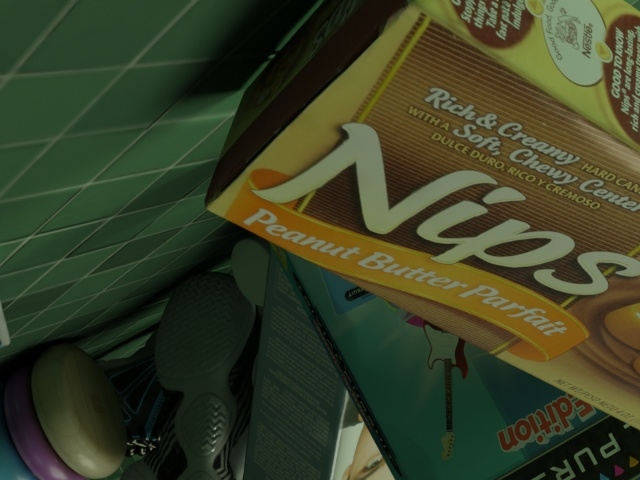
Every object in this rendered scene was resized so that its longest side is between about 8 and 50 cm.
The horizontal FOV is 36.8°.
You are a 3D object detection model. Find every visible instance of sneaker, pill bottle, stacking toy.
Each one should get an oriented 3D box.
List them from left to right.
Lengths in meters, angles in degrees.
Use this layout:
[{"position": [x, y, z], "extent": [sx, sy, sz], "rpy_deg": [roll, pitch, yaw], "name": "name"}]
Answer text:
[{"position": [-0.369, 0.231, 0.970], "extent": [0.330, 0.141, 0.141], "rpy_deg": [-26, 173, 7], "name": "stacking toy"}, {"position": [-0.235, 0.212, 1.166], "extent": [0.341, 0.140, 0.125], "rpy_deg": [-33, 141, -5], "name": "sneaker"}, {"position": [-0.088, 0.222, 1.034], "extent": [0.137, 0.366, 0.210], "rpy_deg": [11, 180, 39], "name": "sneaker"}, {"position": [-0.004, 0.007, 0.925], "extent": [0.160, 0.087, 0.087], "rpy_deg": [-22, 170, -40], "name": "pill bottle"}]

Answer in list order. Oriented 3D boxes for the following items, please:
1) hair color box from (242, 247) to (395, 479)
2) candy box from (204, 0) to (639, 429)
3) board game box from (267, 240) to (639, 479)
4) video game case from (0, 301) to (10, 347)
[{"position": [0.043, 0.104, 0.880], "extent": [0.185, 0.113, 0.374], "rpy_deg": [-22, 133, -41], "name": "hair color box"}, {"position": [0.125, -0.014, 0.481], "extent": [0.183, 0.316, 0.087], "rpy_deg": [-38, -150, 50], "name": "candy box"}, {"position": [0.129, 0.038, 0.657], "extent": [0.253, 0.336, 0.079], "rpy_deg": [-28, 173, -10], "name": "board game box"}, {"position": [-0.290, 0.078, 0.607], "extent": [0.183, 0.023, 0.201], "rpy_deg": [-25, 171, -21], "name": "video game case"}]
